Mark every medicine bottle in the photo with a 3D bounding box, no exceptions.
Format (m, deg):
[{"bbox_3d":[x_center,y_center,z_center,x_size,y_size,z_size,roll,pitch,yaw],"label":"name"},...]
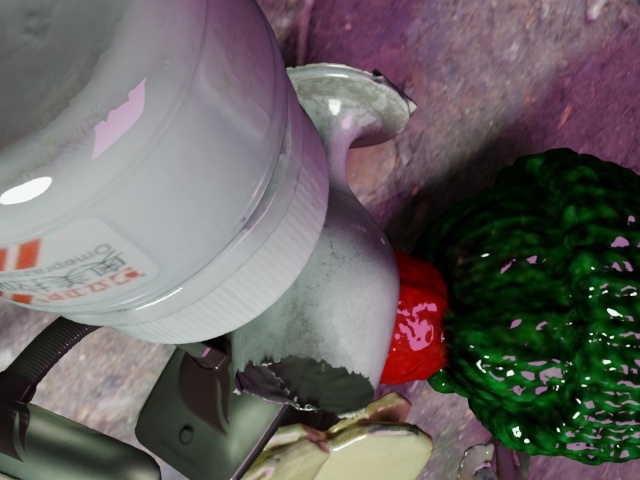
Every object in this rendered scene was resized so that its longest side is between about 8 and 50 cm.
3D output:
[{"bbox_3d":[-0.137,-0.074,1.168,0.245,0.245,0.306,-57,152,-5],"label":"medicine bottle"}]

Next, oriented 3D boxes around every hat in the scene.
[{"bbox_3d":[0.150,0.047,1.641,0.332,0.274,0.242,6,123,-26],"label":"hat"}]

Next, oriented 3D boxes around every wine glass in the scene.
[{"bbox_3d":[0.000,0.000,1.411,0.126,0.126,0.241,51,40,-53],"label":"wine glass"}]

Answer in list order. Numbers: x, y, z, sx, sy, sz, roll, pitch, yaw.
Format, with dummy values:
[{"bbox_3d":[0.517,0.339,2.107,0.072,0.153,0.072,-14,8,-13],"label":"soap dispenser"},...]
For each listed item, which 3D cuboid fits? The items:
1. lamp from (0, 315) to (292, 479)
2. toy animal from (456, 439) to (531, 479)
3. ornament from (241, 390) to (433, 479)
[{"bbox_3d":[-0.115,0.124,1.372,0.283,0.203,0.124,11,105,-54],"label":"lamp"},{"bbox_3d":[0.173,0.272,1.888,0.219,0.155,0.095,-39,178,-17],"label":"toy animal"},{"bbox_3d":[-0.015,0.207,1.656,0.201,0.059,0.180,-10,148,-30],"label":"ornament"}]
